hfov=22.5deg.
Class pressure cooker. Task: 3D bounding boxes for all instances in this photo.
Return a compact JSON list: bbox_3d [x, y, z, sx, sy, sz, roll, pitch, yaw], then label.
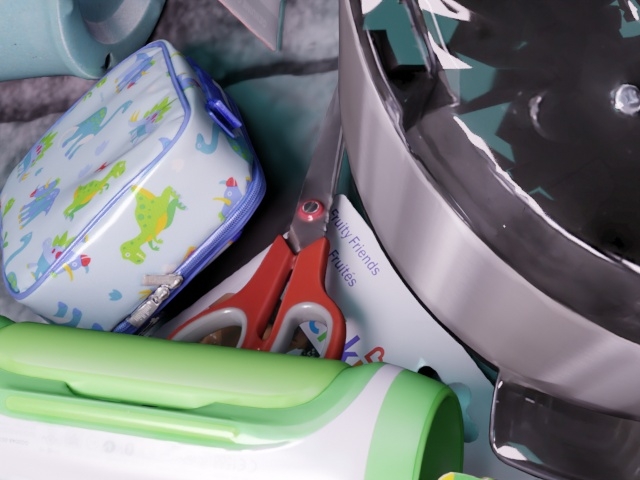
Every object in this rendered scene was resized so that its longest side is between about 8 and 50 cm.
[{"bbox_3d":[0.187,-0.100,0.771,0.370,0.420,0.375,-29,81,-5],"label":"pressure cooker"}]

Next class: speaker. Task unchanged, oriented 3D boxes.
[{"bbox_3d":[-0.081,0.111,0.846,0.296,0.131,0.131,6,75,18],"label":"speaker"}]

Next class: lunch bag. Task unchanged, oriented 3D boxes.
[{"bbox_3d":[-0.123,-0.034,1.048,0.176,0.090,0.219,-45,25,8],"label":"lunch bag"}]

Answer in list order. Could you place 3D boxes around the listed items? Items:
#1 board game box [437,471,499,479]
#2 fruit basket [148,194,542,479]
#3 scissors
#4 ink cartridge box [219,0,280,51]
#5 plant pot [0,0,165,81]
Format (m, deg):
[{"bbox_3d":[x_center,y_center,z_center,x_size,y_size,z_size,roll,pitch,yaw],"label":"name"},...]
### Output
[{"bbox_3d":[0.162,0.202,0.791,0.039,0.259,0.124,153,132,-72],"label":"board game box"},{"bbox_3d":[-0.051,0.176,0.940,0.353,0.165,0.327,-40,56,6],"label":"fruit basket"},{"bbox_3d":[0.000,0.000,0.998,0.109,0.021,0.297,12,51,26],"label":"scissors"},{"bbox_3d":[-0.094,-0.284,1.057,0.060,0.275,0.239,0,72,25],"label":"ink cartridge box"},{"bbox_3d":[-0.248,-0.230,1.149,0.255,0.271,0.271,14,80,18],"label":"plant pot"}]
